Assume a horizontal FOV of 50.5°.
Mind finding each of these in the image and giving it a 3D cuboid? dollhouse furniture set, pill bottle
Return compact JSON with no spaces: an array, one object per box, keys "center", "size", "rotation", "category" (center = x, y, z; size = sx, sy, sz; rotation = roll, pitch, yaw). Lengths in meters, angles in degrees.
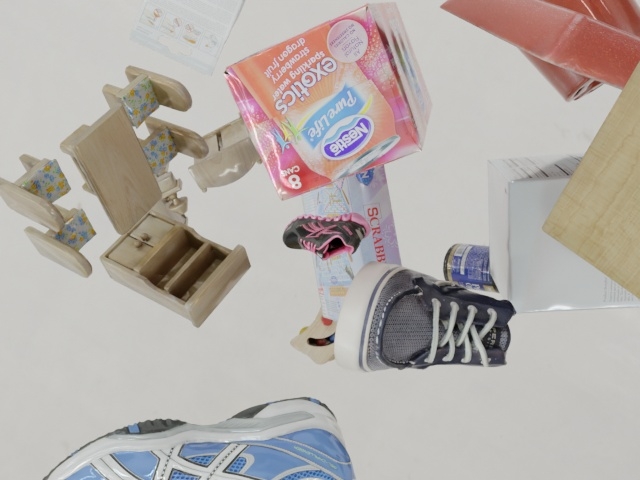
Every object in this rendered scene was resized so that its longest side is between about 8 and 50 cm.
[{"center":[-0.199,-0.035,0.786],"size":[0.161,0.212,0.242],"rotation":[22,147,27],"category":"dollhouse furniture set"},{"center":[0.445,0.075,1.786],"size":[0.219,0.122,0.123],"rotation":[6,113,41],"category":"pill bottle"},{"center":[-0.215,-0.154,1.481],"size":[0.355,0.303,0.174],"rotation":[-26,119,4],"category":"dollhouse furniture set"}]

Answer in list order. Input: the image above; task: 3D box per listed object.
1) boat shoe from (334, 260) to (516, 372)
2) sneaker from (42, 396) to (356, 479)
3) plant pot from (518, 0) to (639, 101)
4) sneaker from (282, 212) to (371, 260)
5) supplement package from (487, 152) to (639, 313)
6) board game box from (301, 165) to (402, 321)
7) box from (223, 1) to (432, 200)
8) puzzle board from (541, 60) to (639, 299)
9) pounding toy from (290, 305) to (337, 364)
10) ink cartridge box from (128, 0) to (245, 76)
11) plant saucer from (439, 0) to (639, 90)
[{"center":[0.142,0.097,0.805],"size":[0.158,0.340,0.127],"rotation":[11,96,22],"category":"boat shoe"},{"center":[-0.072,0.155,0.404],"size":[0.211,0.081,0.080],"rotation":[-12,126,-21],"category":"sneaker"},{"center":[0.501,-0.440,1.349],"size":[0.272,0.272,0.265],"rotation":[-37,79,22],"category":"plant pot"},{"center":[0.000,0.000,0.818],"size":[0.119,0.057,0.047],"rotation":[-7,133,32],"category":"sneaker"},{"center":[0.399,-0.022,1.024],"size":[0.262,0.198,0.199],"rotation":[-3,106,6],"category":"supplement package"},{"center":[0.044,-0.017,1.150],"size":[0.065,0.318,0.318],"rotation":[-11,92,-14],"category":"board game box"},{"center":[0.027,-0.167,0.753],"size":[0.154,0.300,0.142],"rotation":[-19,105,16],"category":"box"},{"center":[0.170,-0.024,0.315],"size":[0.096,0.011,0.128],"rotation":[40,139,24],"category":"puzzle board"},{"center":[0.034,0.180,1.631],"size":[0.269,0.155,0.154],"rotation":[-41,75,13],"category":"pounding toy"},{"center":[-0.208,-0.375,1.099],"size":[0.145,0.045,0.179],"rotation":[23,93,-13],"category":"ink cartridge box"},{"center":[0.284,-0.199,0.701],"size":[0.259,0.258,0.048],"rotation":[12,115,-19],"category":"plant saucer"}]
